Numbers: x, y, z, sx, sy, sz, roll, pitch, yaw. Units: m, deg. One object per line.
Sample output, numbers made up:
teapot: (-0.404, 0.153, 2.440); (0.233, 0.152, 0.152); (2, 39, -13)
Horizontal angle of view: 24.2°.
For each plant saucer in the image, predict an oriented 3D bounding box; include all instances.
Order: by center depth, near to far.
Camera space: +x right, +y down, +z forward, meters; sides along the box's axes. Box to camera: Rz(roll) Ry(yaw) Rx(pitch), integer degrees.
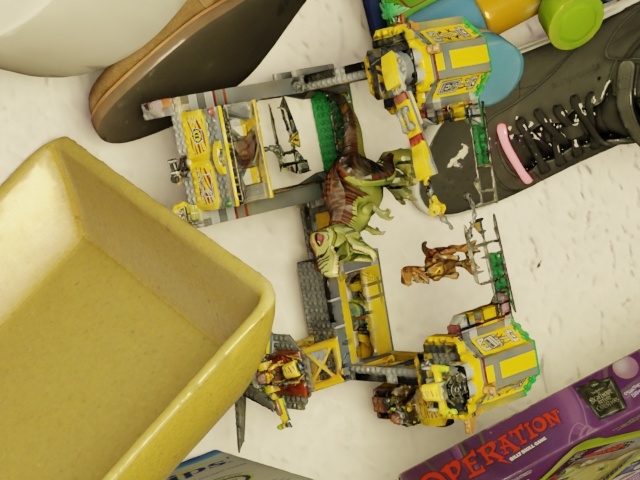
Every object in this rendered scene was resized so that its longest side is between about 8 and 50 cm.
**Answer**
plant saucer: (-0.203, 0.115, 1.016); (0.333, 0.333, 0.081); (-48, 130, -8)

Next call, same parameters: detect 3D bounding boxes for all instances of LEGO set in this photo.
LEGO set: (0.000, 0.000, 1.060); (0.192, 0.255, 0.331); (-15, 105, -38)

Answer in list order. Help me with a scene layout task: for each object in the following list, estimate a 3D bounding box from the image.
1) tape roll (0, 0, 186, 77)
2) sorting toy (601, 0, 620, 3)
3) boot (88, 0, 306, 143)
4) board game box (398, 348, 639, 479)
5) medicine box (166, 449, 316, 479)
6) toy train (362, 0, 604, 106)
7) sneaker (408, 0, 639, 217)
tape roll: (-0.214, -0.239, 1.010); (0.246, 0.169, 0.246); (0, 90, 16)
sorting toy: (0.243, -0.184, 1.223); (0.102, 0.042, 0.061); (-24, 95, -11)
boot: (-0.077, -0.200, 1.137); (0.115, 0.112, 0.305); (43, 79, 13)
board game box: (0.218, 0.154, 1.142); (0.346, 0.208, 0.056); (-25, 58, -12)
medicine box: (-0.056, 0.303, 1.028); (0.149, 0.289, 0.264); (-18, 94, -21)
toy train: (0.169, -0.200, 1.141); (0.248, 0.143, 0.105); (-28, 136, -11)
sneaker: (0.206, -0.098, 1.145); (0.295, 0.147, 0.105); (-31, 114, -1)
